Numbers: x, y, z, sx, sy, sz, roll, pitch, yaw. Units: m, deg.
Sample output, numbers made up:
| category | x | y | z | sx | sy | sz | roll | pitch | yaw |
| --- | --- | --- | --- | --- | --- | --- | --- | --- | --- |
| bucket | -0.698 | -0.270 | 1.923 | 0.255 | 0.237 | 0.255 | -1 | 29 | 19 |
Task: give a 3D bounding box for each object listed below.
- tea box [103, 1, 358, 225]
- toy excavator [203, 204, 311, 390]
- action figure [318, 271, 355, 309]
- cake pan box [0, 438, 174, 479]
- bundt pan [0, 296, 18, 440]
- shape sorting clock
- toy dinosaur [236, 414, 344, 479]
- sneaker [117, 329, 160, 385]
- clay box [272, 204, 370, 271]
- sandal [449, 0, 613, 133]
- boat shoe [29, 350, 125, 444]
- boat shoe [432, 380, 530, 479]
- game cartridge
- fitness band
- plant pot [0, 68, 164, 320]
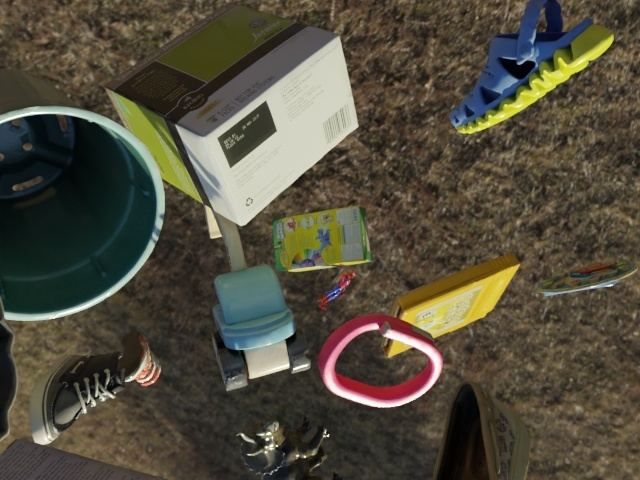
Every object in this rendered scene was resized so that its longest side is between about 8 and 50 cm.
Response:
| category | x | y | z | sx | sy | sz | roll | pitch | yaw |
| --- | --- | --- | --- | --- | --- | --- | --- | --- | --- |
| tea box | -0.164 | -0.256 | 1.269 | 0.323 | 0.329 | 0.220 | 31 | 152 | 35 |
| toy excavator | -0.204 | 0.109 | 1.757 | 0.433 | 0.222 | 0.446 | -149 | 50 | -71 |
| action figure | 0.042 | 0.110 | 1.505 | 0.030 | 0.115 | 0.038 | 25 | 147 | 31 |
| cake pan box | -0.228 | 0.292 | 0.567 | 0.245 | 0.267 | 0.070 | 12 | 112 | 8 |
| bundt pan | -0.484 | 0.134 | 0.705 | 0.124 | 0.331 | 0.331 | -16 | 118 | 10 |
| shape sorting clock | 0.562 | 0.076 | 1.406 | 0.206 | 0.206 | 0.040 | -15 | 88 | 40 |
| toy dinosaur | -0.051 | 0.421 | 1.199 | 0.121 | 0.160 | 0.314 | 18 | 129 | 56 |
| sneaker | -0.534 | 0.381 | 1.974 | 0.145 | 0.090 | 0.270 | 63 | 174 | -21 |
| clay box | 0.000 | 0.000 | 1.530 | 0.221 | 0.053 | 0.128 | -8 | 80 | 24 |
| sandal | 0.337 | -0.300 | 1.142 | 0.317 | 0.126 | 0.138 | -37 | 85 | 46 |
| boat shoe | -0.543 | 0.340 | 1.514 | 0.158 | 0.340 | 0.127 | -9 | 106 | -6 |
| boat shoe | 0.141 | 0.277 | 0.658 | 0.104 | 0.285 | 0.089 | -25 | 119 | 36 |
| game cartridge | 0.318 | 0.168 | 1.660 | 0.285 | 0.323 | 0.053 | 95 | 153 | -58 |
| fitness band | 0.131 | 0.263 | 1.410 | 0.290 | 0.054 | 0.209 | 26 | 112 | -32 |
| plant pot | -0.472 | -0.107 | 1.063 | 0.334 | 0.341 | 0.341 | 43 | 147 | 44 |
